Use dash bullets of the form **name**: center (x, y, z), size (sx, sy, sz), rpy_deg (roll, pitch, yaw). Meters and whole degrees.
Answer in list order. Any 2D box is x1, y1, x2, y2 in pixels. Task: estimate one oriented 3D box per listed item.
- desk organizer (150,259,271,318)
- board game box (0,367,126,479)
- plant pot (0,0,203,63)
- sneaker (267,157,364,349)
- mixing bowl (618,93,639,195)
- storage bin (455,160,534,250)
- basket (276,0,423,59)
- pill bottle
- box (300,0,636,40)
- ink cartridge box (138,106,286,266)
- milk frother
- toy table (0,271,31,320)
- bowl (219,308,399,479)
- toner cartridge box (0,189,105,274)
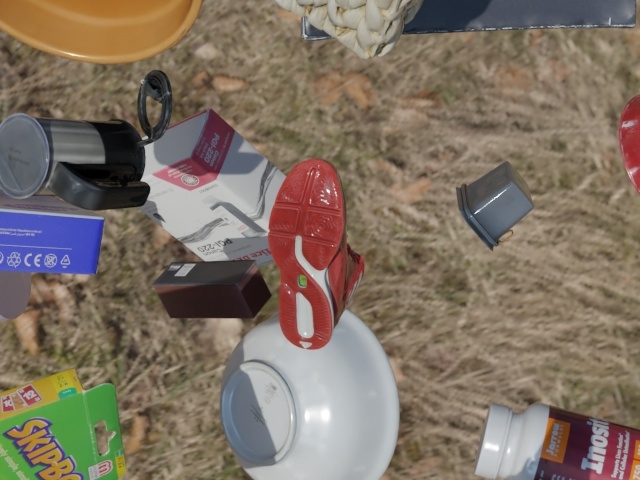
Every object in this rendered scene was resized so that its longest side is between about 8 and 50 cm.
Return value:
- **desk organizer**: center (-0.124, 0.057, 1.355), size (0.047, 0.130, 0.050), rpy_deg (-52, 128, -42)
- **board game box**: center (-0.277, 0.180, 0.899), size (0.259, 0.124, 0.039), rpy_deg (-16, 46, -19)
- **plant pot**: center (-0.245, -0.362, 1.278), size (0.291, 0.291, 0.203), rpy_deg (33, 49, -27)
- **sneaker**: center (0.000, 0.000, 1.341), size (0.128, 0.087, 0.221), rpy_deg (-49, 149, -63)
- **mixing bowl**: center (0.485, -0.125, 1.546), size (0.181, 0.098, 0.181), rpy_deg (13, 66, -32)
- **storage bin**: center (0.269, -0.054, 1.781), size (0.098, 0.091, 0.135), rpy_deg (48, 18, -14)
- **basket**: center (0.034, -0.354, 0.755), size (0.266, 0.331, 0.328), rpy_deg (33, 69, 3)
- **pill bottle**: center (0.213, 0.189, 1.019), size (0.152, 0.086, 0.086), rpy_deg (14, 56, 7)
- **box**: center (0.138, -0.312, 1.237), size (0.343, 0.312, 0.179), rpy_deg (-86, 175, -77)
- **ink cartridge box**: center (-0.136, -0.057, 1.582), size (0.218, 0.158, 0.092), rpy_deg (39, 50, -33)
- **milk frother**: center (-0.227, -0.106, 1.173), size (0.134, 0.129, 0.143), rpy_deg (-4, 108, -56)
- **toy table**: center (-0.532, 0.037, 1.712), size (0.160, 0.274, 0.252), rpy_deg (-10, 77, 2)
- **bowl**: center (-0.045, 0.233, 1.651), size (0.134, 0.298, 0.298), rpy_deg (-4, 75, -49)
- **toner cartridge box**: center (-0.438, -0.019, 1.349), size (0.347, 0.165, 0.075), rpy_deg (4, 100, -42)
